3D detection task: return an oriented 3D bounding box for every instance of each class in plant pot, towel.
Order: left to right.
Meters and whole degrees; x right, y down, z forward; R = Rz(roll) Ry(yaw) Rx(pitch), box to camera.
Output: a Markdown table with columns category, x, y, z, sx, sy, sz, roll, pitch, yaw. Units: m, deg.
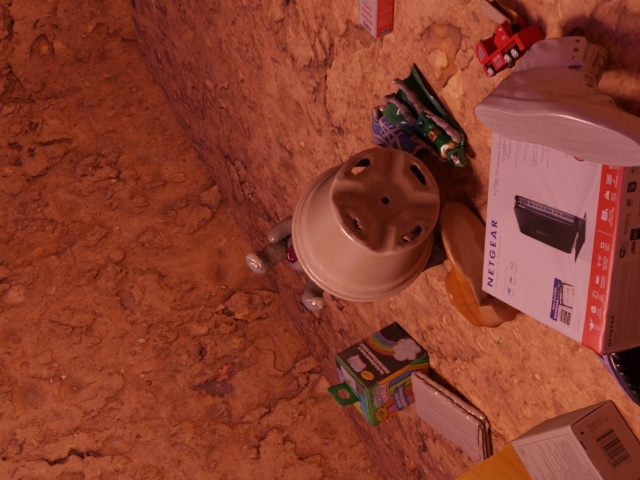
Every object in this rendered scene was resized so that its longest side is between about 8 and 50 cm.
| category | x | y | z | sx | sy | sz | roll | pitch | yaw |
| --- | --- | --- | --- | --- | --- | --- | --- | --- | --- |
| plant pot | 0.113 | -0.052 | 1.774 | 0.334 | 0.333 | 0.305 | 61 | 170 | 7 |
| towel | 0.369 | 0.496 | 2.340 | 0.282 | 0.049 | 0.187 | 32 | 145 | 42 |

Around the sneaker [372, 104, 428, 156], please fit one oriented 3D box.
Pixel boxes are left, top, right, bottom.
| category | x | y | z | sx | sy | sz | roll | pitch | yaw |
| --- | --- | --- | --- | --- | --- | --- | --- | --- | --- |
| sneaker | 0.171 | -0.238 | 1.812 | 0.211 | 0.080 | 0.081 | 32 | 144 | 52 |

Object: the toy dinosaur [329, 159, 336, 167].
| category | x | y | z | sx | sy | sz | roll | pitch | yaw |
| --- | --- | --- | --- | --- | --- | --- | --- | --- | --- |
| toy dinosaur | 0.077 | -0.147 | 2.308 | 0.183 | 0.053 | 0.092 | 55 | 148 | 0 |

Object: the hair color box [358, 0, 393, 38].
| category | x | y | z | sx | sy | sz | roll | pitch | yaw |
| --- | --- | --- | --- | --- | --- | --- | --- | --- | --- |
| hair color box | 0.112 | -0.489 | 1.673 | 0.072 | 0.043 | 0.141 | 52 | 159 | 31 |

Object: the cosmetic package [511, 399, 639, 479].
| category | x | y | z | sx | sy | sz | roll | pitch | yaw |
| --- | --- | --- | --- | --- | --- | --- | --- | --- | --- |
| cosmetic package | 0.535 | 0.446 | 1.721 | 0.160 | 0.113 | 0.309 | 60 | 163 | 12 |

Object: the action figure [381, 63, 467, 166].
| category | x | y | z | sx | sy | sz | roll | pitch | yaw |
| --- | --- | --- | --- | --- | --- | --- | --- | --- | --- |
| action figure | 0.221 | -0.235 | 1.688 | 0.232 | 0.063 | 0.137 | 50 | 136 | 22 |

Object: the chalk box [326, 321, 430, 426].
| category | x | y | z | sx | sy | sz | roll | pitch | yaw |
| --- | --- | --- | --- | --- | --- | --- | --- | --- | --- |
| chalk box | 0.162 | 0.412 | 2.457 | 0.180 | 0.289 | 0.179 | 45 | 155 | 47 |

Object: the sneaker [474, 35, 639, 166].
| category | x | y | z | sx | sy | sz | roll | pitch | yaw |
| --- | --- | --- | --- | --- | --- | --- | --- | --- | --- |
| sneaker | 0.365 | -0.209 | 1.146 | 0.108 | 0.169 | 0.292 | 45 | 170 | -38 |

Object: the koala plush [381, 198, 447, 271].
| category | x | y | z | sx | sy | sz | roll | pitch | yaw |
| --- | --- | --- | --- | --- | --- | --- | --- | --- | --- |
| koala plush | 0.166 | -0.016 | 2.017 | 0.196 | 0.203 | 0.221 | 142 | 112 | -72 |

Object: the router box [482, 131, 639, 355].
| category | x | y | z | sx | sy | sz | roll | pitch | yaw |
| --- | --- | --- | --- | --- | --- | --- | --- | --- | --- |
| router box | 0.387 | -0.031 | 1.311 | 0.301 | 0.082 | 0.336 | -149 | 54 | -59 |

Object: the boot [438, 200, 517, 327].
| category | x | y | z | sx | sy | sz | roll | pitch | yaw |
| --- | --- | --- | --- | --- | --- | --- | --- | --- | --- |
| boot | 0.312 | 0.064 | 1.820 | 0.295 | 0.104 | 0.211 | 62 | 165 | 0 |

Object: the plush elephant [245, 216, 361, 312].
| category | x | y | z | sx | sy | sz | roll | pitch | yaw |
| --- | --- | --- | --- | --- | --- | --- | --- | --- | --- |
| plush elephant | 0.000 | 0.000 | 2.385 | 0.272 | 0.330 | 0.255 | 40 | 146 | 1 |

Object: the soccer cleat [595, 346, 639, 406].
| category | x | y | z | sx | sy | sz | roll | pitch | yaw |
| --- | --- | --- | --- | --- | --- | --- | --- | --- | --- |
| soccer cleat | 0.489 | 0.146 | 1.416 | 0.318 | 0.108 | 0.116 | 62 | 164 | 17 |

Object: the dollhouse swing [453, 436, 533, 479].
| category | x | y | z | sx | sy | sz | roll | pitch | yaw |
| --- | --- | --- | --- | --- | --- | --- | --- | --- | --- |
| dollhouse swing | 0.412 | 0.697 | 2.048 | 0.315 | 0.346 | 0.305 | 51 | 159 | 34 |

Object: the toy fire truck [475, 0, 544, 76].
| category | x | y | z | sx | sy | sz | roll | pitch | yaw |
| --- | --- | --- | --- | --- | --- | --- | --- | --- | --- |
| toy fire truck | 0.295 | -0.355 | 1.331 | 0.135 | 0.047 | 0.192 | 63 | 164 | 2 |
